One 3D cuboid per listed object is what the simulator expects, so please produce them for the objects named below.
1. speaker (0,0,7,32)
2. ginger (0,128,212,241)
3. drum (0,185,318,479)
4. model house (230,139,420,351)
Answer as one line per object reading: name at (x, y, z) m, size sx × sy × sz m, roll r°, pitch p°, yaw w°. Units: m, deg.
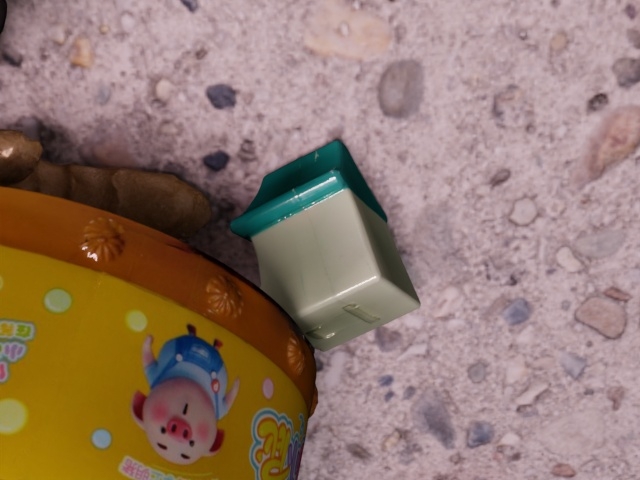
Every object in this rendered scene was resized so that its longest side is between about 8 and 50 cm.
speaker at (-0.391, -0.133, 0.542) m, size 0.388 × 0.184 × 0.180 m, roll -26°, pitch 150°, yaw 20°
ginger at (-0.253, -0.033, 0.715) m, size 0.333 × 0.081 × 0.148 m, roll 14°, pitch 155°, yaw -38°
drum at (-0.222, 0.155, 0.670) m, size 0.431 × 0.214 × 0.431 m, roll 7°, pitch 150°, yaw 4°
model house at (0.000, 0.000, 0.743) m, size 0.100 × 0.149 × 0.127 m, roll -24°, pitch 157°, yaw 14°
